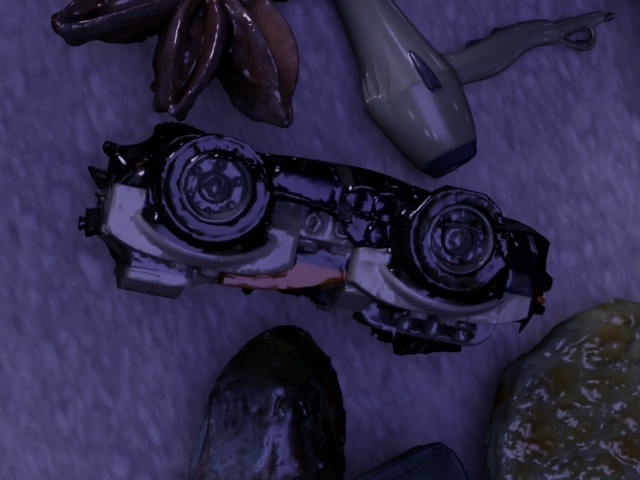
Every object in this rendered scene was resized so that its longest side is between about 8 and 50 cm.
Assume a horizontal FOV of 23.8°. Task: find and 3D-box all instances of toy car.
[{"bbox_3d":[0.001,0.002,0.963,0.301,0.193,0.118,15,87,-13],"label":"toy car"}]

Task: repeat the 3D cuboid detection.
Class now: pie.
[{"bbox_3d":[0.236,0.168,1.054,0.275,0.105,0.257,5,87,-13],"label":"pie"}]

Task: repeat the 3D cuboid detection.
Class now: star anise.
[{"bbox_3d":[-0.093,-0.169,0.985,0.197,0.073,0.212,21,60,-9],"label":"star anise"}]

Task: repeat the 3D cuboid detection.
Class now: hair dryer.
[{"bbox_3d":[0.094,-0.158,1.061,0.199,0.067,0.167,-42,92,-20],"label":"hair dryer"}]

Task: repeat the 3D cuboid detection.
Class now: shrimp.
[{"bbox_3d":[-0.063,0.238,0.986,0.172,0.137,0.372,5,75,25],"label":"shrimp"}]

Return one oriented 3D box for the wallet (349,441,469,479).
[{"bbox_3d":[0.040,0.293,0.918,0.251,0.054,0.290,-20,95,-52],"label":"wallet"}]
